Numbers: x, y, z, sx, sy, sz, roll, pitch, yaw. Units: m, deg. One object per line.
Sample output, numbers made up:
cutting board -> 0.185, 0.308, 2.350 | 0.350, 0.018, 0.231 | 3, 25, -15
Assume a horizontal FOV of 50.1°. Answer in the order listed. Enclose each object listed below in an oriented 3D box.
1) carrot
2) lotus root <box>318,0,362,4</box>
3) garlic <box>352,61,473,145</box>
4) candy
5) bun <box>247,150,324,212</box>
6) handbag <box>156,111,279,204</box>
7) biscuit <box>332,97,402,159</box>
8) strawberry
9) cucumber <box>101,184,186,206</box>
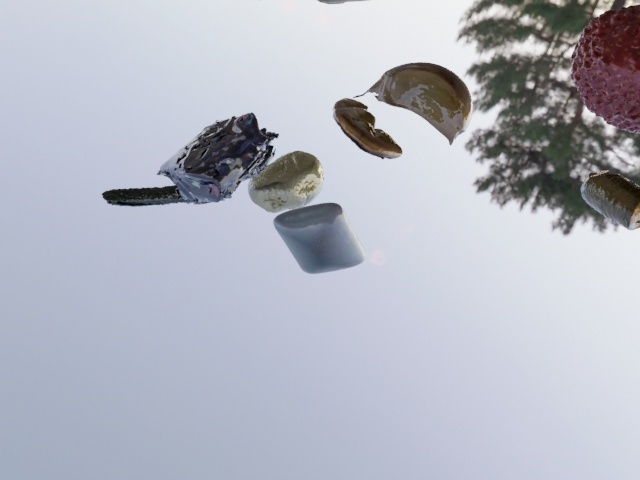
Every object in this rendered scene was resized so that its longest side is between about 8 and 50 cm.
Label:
carrot -> 0.548, -0.075, 1.256 | 0.082, 0.082, 0.173 | 8, -155, -16
lotus root -> 0.092, -0.706, 1.813 | 0.303, 0.131, 0.146 | -5, 174, 10
garlic -> 0.288, -0.430, 1.978 | 0.338, 0.196, 0.151 | 27, 174, 3
candy -> 0.000, 0.000, 1.316 | 0.138, 0.174, 0.071 | -11, -131, 17
bun -> -0.093, -0.148, 1.883 | 0.220, 0.134, 0.220 | -21, -154, 11
handbag -> -0.176, -0.137, 1.175 | 0.113, 0.162, 0.260 | 47, 160, -21
biscuit -> 0.107, -0.306, 1.804 | 0.154, 0.045, 0.299 | 11, -149, -30
strawberry -> 0.613, -0.303, 1.294 | 0.261, 0.261, 0.257 | 17, -121, -1
cucumber -> -0.343, -0.097, 1.482 | 0.257, 0.043, 0.044 | -7, -126, -33
